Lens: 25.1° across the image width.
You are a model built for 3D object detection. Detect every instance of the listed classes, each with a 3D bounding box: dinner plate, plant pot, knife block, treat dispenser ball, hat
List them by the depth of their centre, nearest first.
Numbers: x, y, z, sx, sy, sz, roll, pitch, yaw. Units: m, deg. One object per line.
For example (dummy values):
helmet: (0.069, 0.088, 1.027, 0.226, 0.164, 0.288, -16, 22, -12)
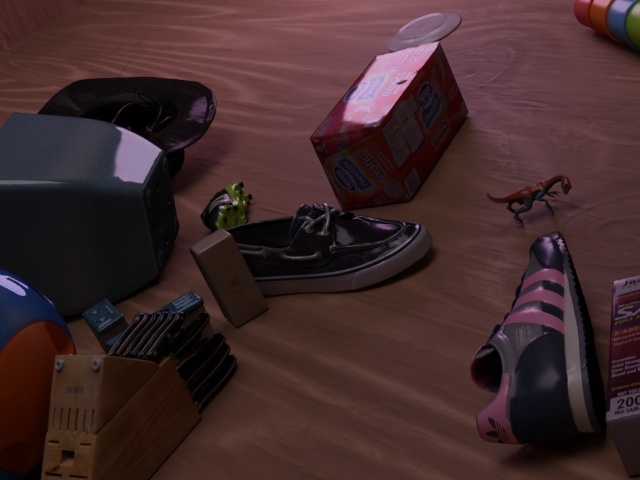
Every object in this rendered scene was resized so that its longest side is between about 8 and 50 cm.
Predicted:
knife block: (-0.207, 0.214, 1.718, 0.088, 0.242, 0.275, -4, 77, 40)
treat dispenser ball: (-0.438, 0.169, 1.746, 0.288, 0.288, 0.288, -20, 25, 10)
plant pot: (-0.354, -0.038, 2.151, 0.252, 0.248, 0.247, -2, 30, 11)
hat: (-0.336, -0.167, 2.496, 0.331, 0.134, 0.331, -5, 37, 4)
dinner plate: (0.183, -0.378, 2.574, 0.141, 0.017, 0.141, -21, 24, 10)

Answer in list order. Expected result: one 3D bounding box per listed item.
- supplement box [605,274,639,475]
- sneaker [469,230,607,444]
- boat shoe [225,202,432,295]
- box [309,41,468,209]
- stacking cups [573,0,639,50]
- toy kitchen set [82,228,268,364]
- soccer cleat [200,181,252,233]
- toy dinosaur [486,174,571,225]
supplement box: (0.350, 0.114, 1.391, 0.130, 0.073, 0.239, -16, 26, 21)
sneaker: (0.216, 0.095, 1.504, 0.131, 0.112, 0.319, -15, 25, 13)
boat shoe: (0.000, 0.000, 1.897, 0.301, 0.102, 0.108, -7, 30, 34)
box: (0.104, -0.169, 2.104, 0.123, 0.128, 0.257, -7, 31, 33)
stacking cups: (0.477, -0.330, 2.129, 0.096, 0.096, 0.316, -27, 23, -5)
toy kitchen set: (-0.209, 0.072, 1.925, 0.207, 0.122, 0.166, -31, 26, -14)
soccer cleat: (-0.148, -0.033, 2.161, 0.072, 0.060, 0.179, -29, 17, 16)
toy dinosaur: (0.272, -0.057, 1.810, 0.082, 0.090, 0.047, -50, 34, 23)
